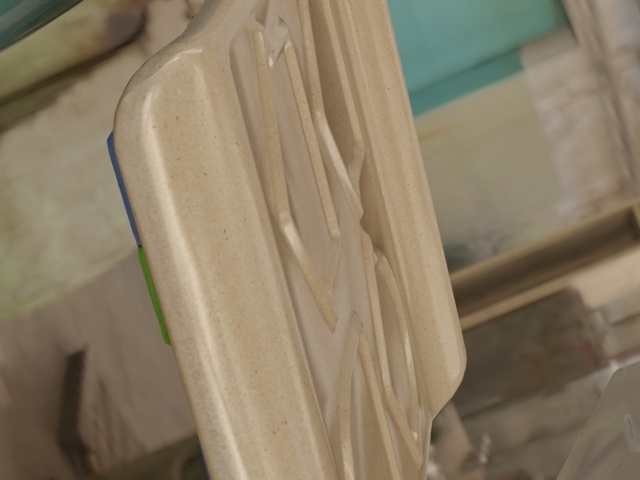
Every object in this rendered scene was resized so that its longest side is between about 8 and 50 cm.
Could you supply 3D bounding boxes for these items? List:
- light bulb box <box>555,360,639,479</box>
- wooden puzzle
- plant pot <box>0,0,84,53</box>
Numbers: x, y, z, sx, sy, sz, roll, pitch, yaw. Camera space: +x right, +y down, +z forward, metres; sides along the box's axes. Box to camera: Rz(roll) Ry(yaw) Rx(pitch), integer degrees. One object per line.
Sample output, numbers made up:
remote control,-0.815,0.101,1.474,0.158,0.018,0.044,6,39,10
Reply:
light bulb box,0.380,0.242,1.095,0.361,0.225,0.358,39,-27,-9
wooden puzzle,-0.013,0.020,0.768,0.348,0.080,0.322,-65,143,-64
plant pot,-0.213,-0.188,0.684,0.293,0.235,0.293,45,22,-23
